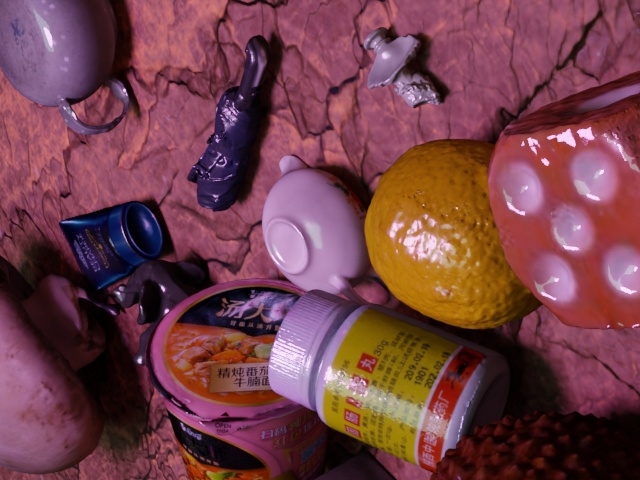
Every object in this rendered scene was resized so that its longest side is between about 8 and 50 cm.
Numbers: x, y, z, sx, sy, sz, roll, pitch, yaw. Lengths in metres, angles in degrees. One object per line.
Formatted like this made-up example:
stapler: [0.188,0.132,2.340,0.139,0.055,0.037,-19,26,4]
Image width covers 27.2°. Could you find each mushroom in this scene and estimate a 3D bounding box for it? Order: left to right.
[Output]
mushroom: [-0.433,0.164,1.967,0.362,0.294,0.362,54,174,8]

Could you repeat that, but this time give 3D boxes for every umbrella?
umbrella: [-0.103,-0.130,1.540,0.071,0.071,0.248,49,141,22]

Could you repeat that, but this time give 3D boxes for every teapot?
teapot: [-0.340,-0.271,1.712,0.193,0.129,0.294,-31,86,53]
teapot: [0.000,0.000,1.467,0.226,0.092,0.145,50,141,16]

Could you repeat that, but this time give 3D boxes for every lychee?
lychee: [0.223,0.288,1.199,0.276,0.304,0.275,-26,51,38]

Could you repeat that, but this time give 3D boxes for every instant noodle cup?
instant noodle cup: [-0.079,0.213,1.579,0.244,0.244,0.255,33,141,36]

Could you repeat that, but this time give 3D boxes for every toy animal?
toy animal: [-0.175,0.112,1.735,0.245,0.114,0.146,29,139,12]

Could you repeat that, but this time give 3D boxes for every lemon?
lemon: [0.135,-0.007,1.224,0.193,0.180,0.180,-153,48,-68]

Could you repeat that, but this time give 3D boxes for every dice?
dice: [0.258,-0.036,1.064,0.175,0.174,0.179,-12,103,52]

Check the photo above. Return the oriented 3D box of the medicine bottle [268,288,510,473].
medicine bottle: [0.072,0.144,1.367,0.225,0.139,0.139,21,126,24]

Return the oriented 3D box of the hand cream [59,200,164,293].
hand cream: [-0.300,0.006,1.873,0.270,0.061,0.120,-16,101,60]

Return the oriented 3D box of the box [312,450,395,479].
box: [0.005,0.379,1.534,0.149,0.231,0.155,43,136,29]

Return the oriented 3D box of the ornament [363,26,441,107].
ornament: [0.078,-0.172,1.317,0.068,0.041,0.092,-18,82,31]
